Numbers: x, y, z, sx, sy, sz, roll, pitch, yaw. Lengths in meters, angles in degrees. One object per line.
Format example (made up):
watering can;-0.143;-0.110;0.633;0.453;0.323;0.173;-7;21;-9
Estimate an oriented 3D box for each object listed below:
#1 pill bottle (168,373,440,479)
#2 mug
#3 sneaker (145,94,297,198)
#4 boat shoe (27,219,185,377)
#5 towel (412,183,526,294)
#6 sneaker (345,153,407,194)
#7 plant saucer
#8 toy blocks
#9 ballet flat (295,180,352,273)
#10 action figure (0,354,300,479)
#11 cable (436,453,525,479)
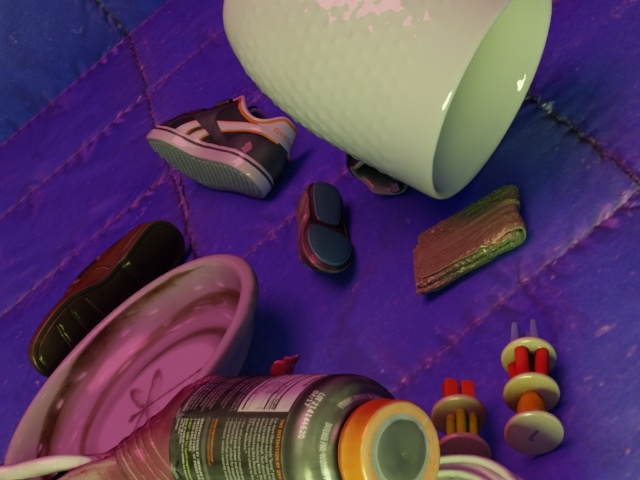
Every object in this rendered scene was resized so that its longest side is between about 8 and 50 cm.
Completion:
pill bottle;-0.012;0.179;1.095;0.245;0.130;0.130;-8;42;50
mug;0.082;-0.284;1.507;0.276;0.328;0.374;-9;-55;-66
sneaker;-0.149;-0.154;2.028;0.321;0.126;0.127;19;68;50
boat shoe;-0.326;0.094;1.925;0.307;0.111;0.104;-46;20;-30
towel;0.166;0.000;1.453;0.148;0.027;0.110;-33;26;21
sneaker;0.132;-0.146;1.666;0.226;0.086;0.163;-22;37;26
plant saucer;-0.213;0.189;1.594;0.400;0.100;0.400;-34;24;17
toy blocks;0.162;0.139;1.196;0.123;0.054;0.148;-20;32;19
ballet flat;0.000;0.000;1.661;0.213;0.072;0.068;-91;26;-58
action figure;-0.170;0.223;1.301;0.370;0.276;0.248;-41;23;8
cable;0.092;0.292;1.028;0.257;0.089;0.257;-50;27;-17
